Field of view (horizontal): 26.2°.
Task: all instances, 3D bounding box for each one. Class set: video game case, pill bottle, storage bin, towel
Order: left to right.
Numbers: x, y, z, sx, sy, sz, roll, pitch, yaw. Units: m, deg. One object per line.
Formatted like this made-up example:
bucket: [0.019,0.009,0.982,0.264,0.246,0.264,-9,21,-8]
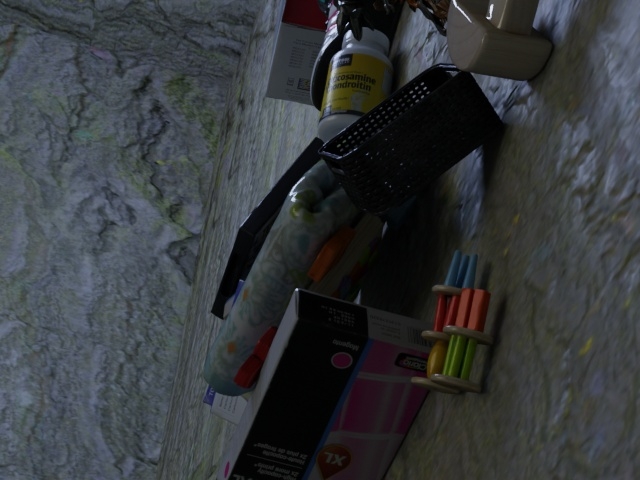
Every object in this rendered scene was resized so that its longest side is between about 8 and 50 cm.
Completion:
video game case: [-0.089,-0.021,2.438,0.275,0.035,0.248,-52,-10,-40]
towel: [0.000,0.000,1.788,0.374,0.090,0.320,-46,-16,-52]
pill bottle: [0.059,-0.235,2.135,0.103,0.103,0.184,126,157,-61]
storage bin: [0.101,-0.116,1.556,0.180,0.084,0.122,-38,15,-7]

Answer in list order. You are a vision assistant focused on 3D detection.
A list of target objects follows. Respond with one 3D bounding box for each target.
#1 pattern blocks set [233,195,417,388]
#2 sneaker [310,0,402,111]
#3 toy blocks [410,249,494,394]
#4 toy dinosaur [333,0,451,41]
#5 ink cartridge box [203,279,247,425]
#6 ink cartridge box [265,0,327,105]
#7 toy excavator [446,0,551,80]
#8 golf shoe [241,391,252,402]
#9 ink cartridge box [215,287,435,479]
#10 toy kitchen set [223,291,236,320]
pattern blocks set: [0.020,0.055,1.695,0.325,0.026,0.285,-55,-12,-2]
sneaker: [0.044,-0.352,2.308,0.295,0.124,0.178,-66,16,0]
toy blocks: [0.143,0.079,1.402,0.123,0.054,0.148,148,137,-75]
toy dinosaur: [0.105,-0.406,1.896,0.218,0.164,0.322,103,160,-60]
ink cartridge box: [-0.104,0.188,2.204,0.224,0.045,0.223,17,92,45]
ink cartridge box: [-0.010,-0.464,2.654,0.272,0.130,0.309,106,173,-51]
toy excavator: [0.218,-0.456,1.457,0.433,0.222,0.445,116,157,-47]
golf shoe: [-0.038,0.117,2.036,0.115,0.140,0.306,124,160,-63]
ink cartridge box: [-0.004,0.228,1.603,0.069,0.176,0.371,-91,20,-52]
toy kitchen set: [-0.051,0.050,2.348,0.207,0.122,0.166,-42,27,31]
